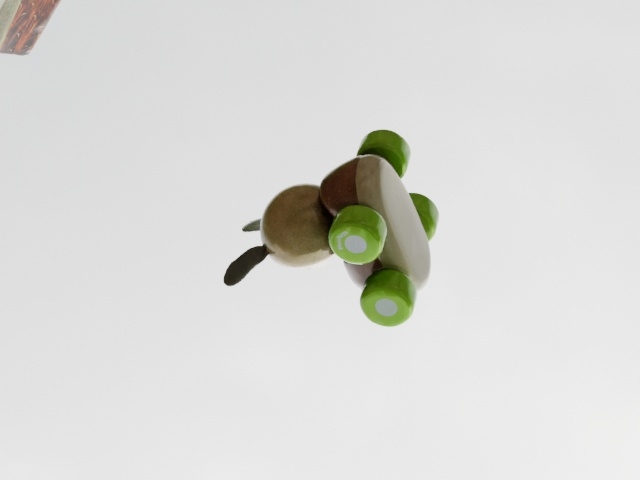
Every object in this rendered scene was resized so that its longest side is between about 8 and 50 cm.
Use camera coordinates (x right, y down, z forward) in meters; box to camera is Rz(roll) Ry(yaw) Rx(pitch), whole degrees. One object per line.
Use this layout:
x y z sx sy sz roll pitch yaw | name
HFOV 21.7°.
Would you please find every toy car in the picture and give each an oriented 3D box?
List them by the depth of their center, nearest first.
0.000 0.000 1.595 0.188 0.149 0.155 -12 -148 24 | toy car

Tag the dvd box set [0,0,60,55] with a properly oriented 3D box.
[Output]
-0.214 -0.322 1.166 0.062 0.307 0.420 42 -70 20 | dvd box set
